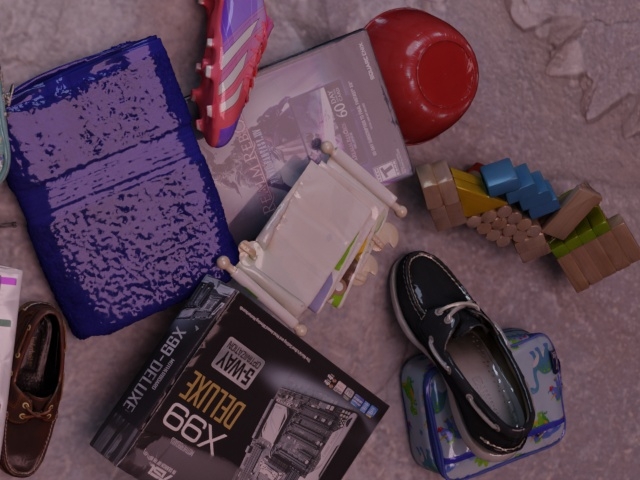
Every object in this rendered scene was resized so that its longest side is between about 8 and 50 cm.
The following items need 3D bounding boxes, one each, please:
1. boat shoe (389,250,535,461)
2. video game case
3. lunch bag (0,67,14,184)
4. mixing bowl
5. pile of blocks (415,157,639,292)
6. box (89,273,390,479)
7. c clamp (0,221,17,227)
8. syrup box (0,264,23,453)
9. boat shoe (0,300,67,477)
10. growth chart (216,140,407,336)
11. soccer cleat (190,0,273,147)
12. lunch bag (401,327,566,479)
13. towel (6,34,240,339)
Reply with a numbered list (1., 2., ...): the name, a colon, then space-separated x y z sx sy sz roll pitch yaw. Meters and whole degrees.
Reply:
1. boat shoe: 0.186 0.130 1.823 0.114 0.091 0.302 -20 67 -25
2. video game case: -0.037 -0.123 1.773 0.274 0.026 0.196 -23 104 -13
3. lunch bag: -0.462 -0.134 1.509 0.279 0.108 0.224 -8 96 -13
4. mixing bowl: 0.135 -0.212 1.848 0.181 0.098 0.181 -2 95 -27
5. pile of blocks: 0.275 -0.058 1.913 0.362 0.112 0.149 22 124 -31
6. box: -0.090 0.220 1.722 0.307 0.076 0.242 41 79 -38
7. c clamp: -0.424 -0.080 1.609 0.137 0.022 0.160 -13 101 -21
8. syrup box: -0.399 0.140 1.592 0.096 0.093 0.236 8 89 -27
9. boat shoe: -0.333 0.173 1.642 0.073 0.073 0.207 4 93 -31
10. growth chart: 0.000 0.000 1.743 0.172 0.021 0.237 48 65 -22
11. soccer cleat: -0.098 -0.226 1.705 0.095 0.083 0.248 7 69 -19
12. lunch bag: 0.224 0.221 1.929 0.219 0.090 0.176 -14 102 -25
13. towel: -0.241 -0.061 1.674 0.228 0.076 0.308 -23 104 -11
